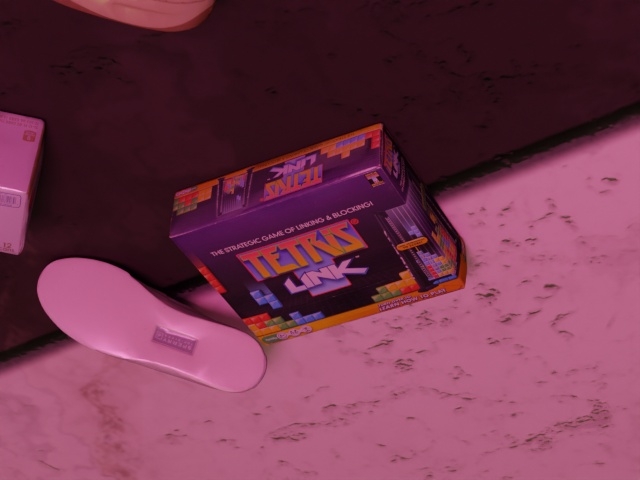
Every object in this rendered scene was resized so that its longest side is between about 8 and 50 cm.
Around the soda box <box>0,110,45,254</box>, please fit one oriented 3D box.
[{"bbox_3d":[-0.301,-0.057,1.098,0.216,0.074,0.069,11,138,-8],"label":"soda box"}]

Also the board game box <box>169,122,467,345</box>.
[{"bbox_3d":[0.000,0.000,1.159,0.170,0.048,0.141,-18,135,23],"label":"board game box"}]

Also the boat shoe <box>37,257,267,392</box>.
[{"bbox_3d":[-0.128,0.066,1.236,0.184,0.066,0.063,17,170,-3],"label":"boat shoe"}]

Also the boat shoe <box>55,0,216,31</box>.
[{"bbox_3d":[-0.184,-0.202,0.915,0.285,0.105,0.089,10,135,-22],"label":"boat shoe"}]
